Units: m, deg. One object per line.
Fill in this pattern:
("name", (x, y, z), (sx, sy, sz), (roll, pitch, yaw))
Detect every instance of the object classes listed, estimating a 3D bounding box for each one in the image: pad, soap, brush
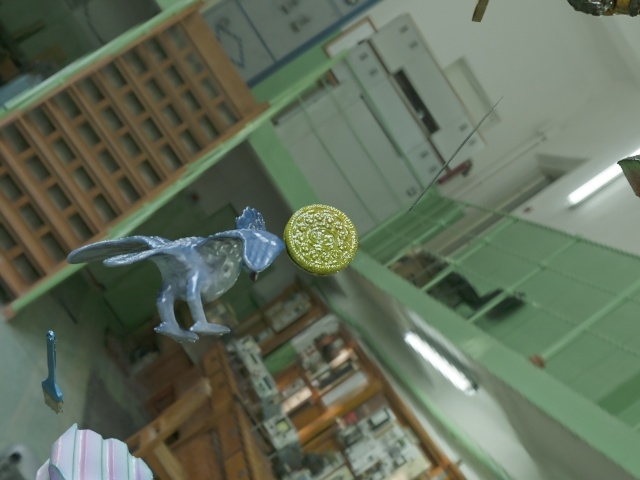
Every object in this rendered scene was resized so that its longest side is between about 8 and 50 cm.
("pad", (0.170, -0.105, 1.242), (0.004, 0.190, 0.127), (40, -4, 2))
("soap", (-0.202, 0.225, 0.838), (0.100, 0.056, 0.149), (27, 6, -18))
("brush", (-0.445, 0.217, 1.565), (0.051, 0.014, 0.164), (30, -52, 31))

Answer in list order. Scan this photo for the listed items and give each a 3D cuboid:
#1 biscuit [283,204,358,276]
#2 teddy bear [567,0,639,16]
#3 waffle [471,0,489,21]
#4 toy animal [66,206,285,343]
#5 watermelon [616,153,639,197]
("biscuit", (0.000, 0.000, 1.051), (0.084, 0.084, 0.023), (55, -24, 10))
("teddy bear", (0.543, -0.486, 1.785), (0.177, 0.190, 0.140), (65, -34, 20))
("waffle", (0.307, -0.471, 1.716), (0.021, 0.135, 0.092), (19, -29, 2))
("toy animal", (-0.137, 0.021, 1.009), (0.255, 0.239, 0.176), (38, 51, -56))
("watermelon", (0.527, -0.079, 1.342), (0.192, 0.137, 0.145), (17, -16, 5))
